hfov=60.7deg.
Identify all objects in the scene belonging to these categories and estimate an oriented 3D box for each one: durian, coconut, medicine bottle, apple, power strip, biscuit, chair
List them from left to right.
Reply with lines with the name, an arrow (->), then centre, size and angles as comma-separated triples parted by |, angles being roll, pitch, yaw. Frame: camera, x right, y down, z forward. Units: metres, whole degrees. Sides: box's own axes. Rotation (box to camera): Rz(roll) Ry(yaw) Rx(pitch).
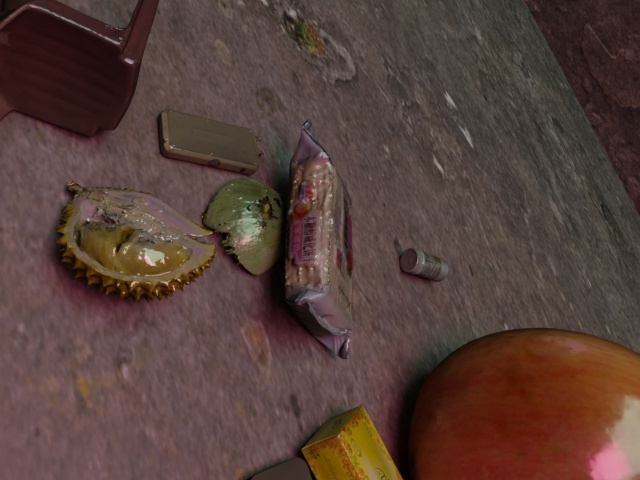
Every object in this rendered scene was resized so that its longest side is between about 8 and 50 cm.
chair -> -0.301, -0.179, 0.600 | 0.183, 0.175, 0.327 | 16, 52, -25
durian -> -0.230, 0.002, 0.622 | 0.208, 0.102, 0.146 | 39, 38, 15
power strip -> -0.158, -0.144, 0.814 | 0.168, 0.028, 0.076 | 8, 60, -37
coconut -> -0.099, -0.032, 0.782 | 0.133, 0.055, 0.158 | 14, 56, -38
biscuit -> -0.001, -0.003, 0.794 | 0.186, 0.079, 0.309 | 63, 25, -54
medicine bottle -> 0.190, 0.045, 1.002 | 0.083, 0.047, 0.047 | 19, 54, -34
apple -> 0.337, 0.307, 0.764 | 0.391, 0.346, 0.392 | 22, 54, -34

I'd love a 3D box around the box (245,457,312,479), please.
box -> -0.040, 0.327, 0.636 | 0.091, 0.031, 0.126 | -6, 70, -44

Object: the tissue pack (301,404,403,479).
tissue pack -> 0.058, 0.313, 0.694 | 0.176, 0.062, 0.095 | 61, 23, 6
